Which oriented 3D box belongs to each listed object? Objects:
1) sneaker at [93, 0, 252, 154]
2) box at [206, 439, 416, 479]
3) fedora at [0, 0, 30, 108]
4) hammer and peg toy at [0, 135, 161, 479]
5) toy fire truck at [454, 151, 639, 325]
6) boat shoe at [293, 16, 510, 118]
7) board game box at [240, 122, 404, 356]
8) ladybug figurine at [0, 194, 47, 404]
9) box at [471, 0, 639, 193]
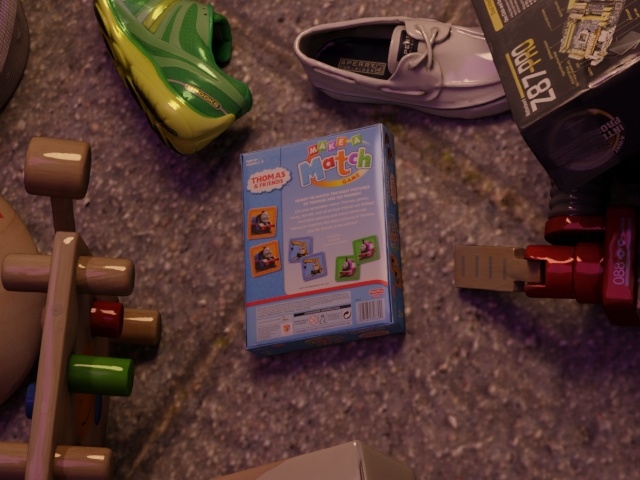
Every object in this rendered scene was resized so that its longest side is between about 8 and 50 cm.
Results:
[{"bbox_3d":[-0.161,-0.212,2.031,0.123,0.109,0.295,-24,57,-12],"label":"sneaker"},{"bbox_3d":[-0.068,0.292,1.772,0.311,0.148,0.121,-17,66,19],"label":"box"},{"bbox_3d":[-0.410,-0.238,2.132,0.244,0.124,0.275,2,82,29],"label":"fedora"},{"bbox_3d":[-0.231,0.096,1.870,0.127,0.266,0.361,3,72,5],"label":"hammer and peg toy"},{"bbox_3d":[0.234,-0.028,1.750,0.246,0.158,0.217,0,73,15],"label":"toy fire truck"},{"bbox_3d":[0.094,-0.176,1.888,0.258,0.084,0.095,-1,72,26],"label":"boat shoe"},{"bbox_3d":[0.000,0.000,1.900,0.160,0.039,0.211,-11,69,22],"label":"board game box"},{"bbox_3d":[-0.496,0.035,2.058,0.449,0.162,0.305,21,83,31],"label":"ladybug figurine"},{"bbox_3d":[0.293,-0.253,1.714,0.318,0.097,0.395,-30,34,12],"label":"box"}]
